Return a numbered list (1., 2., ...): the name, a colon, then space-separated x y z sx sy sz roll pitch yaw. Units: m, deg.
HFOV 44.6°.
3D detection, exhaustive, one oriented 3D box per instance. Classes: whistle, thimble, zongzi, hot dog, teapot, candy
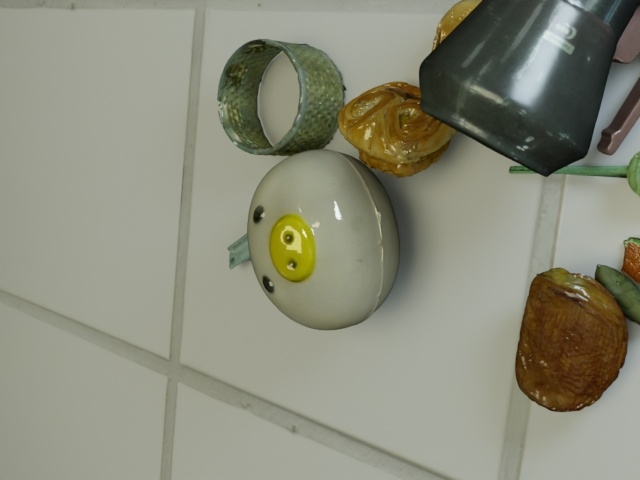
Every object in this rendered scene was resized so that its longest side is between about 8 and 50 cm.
1. whistle: -0.122 -0.022 1.876 0.312 0.062 0.062 -35 73 35
2. thimble: -0.095 -0.320 1.767 0.271 0.150 0.270 4 97 38
3. zongzi: 0.533 0.102 1.326 0.154 0.130 0.062 40 87 28
4. hot dog: 0.436 0.167 1.386 0.196 0.122 0.272 30 128 43
5. teapot: 0.382 -0.299 1.264 0.361 0.376 0.305 -61 19 12
6. candy: 0.481 -0.122 1.389 0.335 0.093 0.092 7 81 47

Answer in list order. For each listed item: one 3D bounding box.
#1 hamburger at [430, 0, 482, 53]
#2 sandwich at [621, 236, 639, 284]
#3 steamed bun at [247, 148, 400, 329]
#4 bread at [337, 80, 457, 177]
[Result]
1. hamburger: 0.306 -0.357 1.473 0.214 0.108 0.213 3 95 39
2. sandwich: 0.562 0.039 1.362 0.101 0.026 0.069 47 125 29
3. steamed bun: 0.005 -0.001 1.618 0.334 0.334 0.373 -5 94 39
4. bread: 0.157 -0.227 1.551 0.236 0.198 0.120 33 150 40
